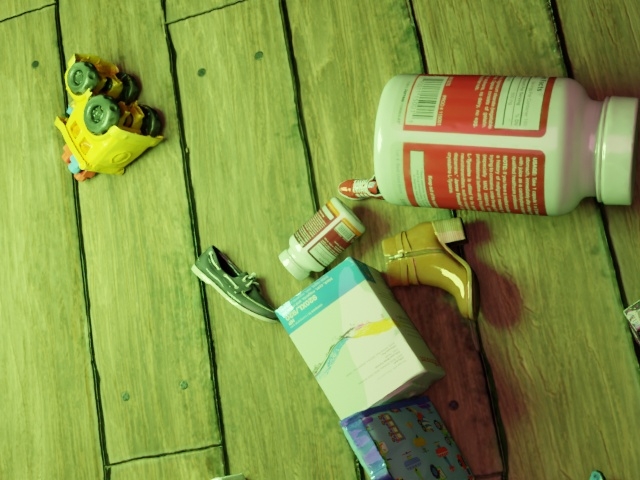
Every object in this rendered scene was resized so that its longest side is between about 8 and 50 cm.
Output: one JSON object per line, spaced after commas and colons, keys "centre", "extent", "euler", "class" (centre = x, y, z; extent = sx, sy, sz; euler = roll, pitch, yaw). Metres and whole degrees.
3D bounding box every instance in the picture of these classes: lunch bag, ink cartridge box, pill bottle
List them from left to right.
{"centre": [0.000, 0.000, 1.786], "extent": [0.152, 0.086, 0.086], "euler": [-42, 70, 7], "class": "pill bottle"}
{"centre": [0.071, 0.178, 1.683], "extent": [0.168, 0.171, 0.232], "euler": [-36, 70, 9], "class": "ink cartridge box"}
{"centre": [0.139, 0.369, 1.559], "extent": [0.138, 0.293, 0.220], "euler": [-33, 71, 10], "class": "lunch bag"}
{"centre": [0.310, -0.158, 1.634], "extent": [0.408, 0.229, 0.228], "euler": [5, 82, 19], "class": "pill bottle"}

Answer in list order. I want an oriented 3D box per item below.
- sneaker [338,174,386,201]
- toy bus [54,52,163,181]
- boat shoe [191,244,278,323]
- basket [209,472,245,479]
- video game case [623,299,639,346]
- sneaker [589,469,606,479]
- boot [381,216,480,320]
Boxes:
{"centre": [0.082, -0.096, 1.786], "extent": [0.119, 0.067, 0.042], "euler": [6, 82, 20], "class": "sneaker"}
{"centre": [-0.452, -0.230, 1.964], "extent": [0.211, 0.149, 0.220], "euler": [-43, 67, 24], "class": "toy bus"}
{"centre": [-0.151, 0.081, 1.828], "extent": [0.206, 0.075, 0.065], "euler": [34, 95, 26], "class": "boat shoe"}
{"centre": [-0.217, 0.486, 1.755], "extent": [0.167, 0.113, 0.103], "euler": [-19, 77, 15], "class": "basket"}
{"centre": [0.570, 0.091, 1.498], "extent": [0.210, 0.232, 0.041], "euler": [-32, 66, 10], "class": "video game case"}
{"centre": [0.402, 0.436, 1.583], "extent": [0.073, 0.063, 0.162], "euler": [32, 91, 24], "class": "sneaker"}
{"centre": [0.193, 0.063, 1.719], "extent": [0.153, 0.073, 0.197], "euler": [-16, 63, 14], "class": "boot"}
